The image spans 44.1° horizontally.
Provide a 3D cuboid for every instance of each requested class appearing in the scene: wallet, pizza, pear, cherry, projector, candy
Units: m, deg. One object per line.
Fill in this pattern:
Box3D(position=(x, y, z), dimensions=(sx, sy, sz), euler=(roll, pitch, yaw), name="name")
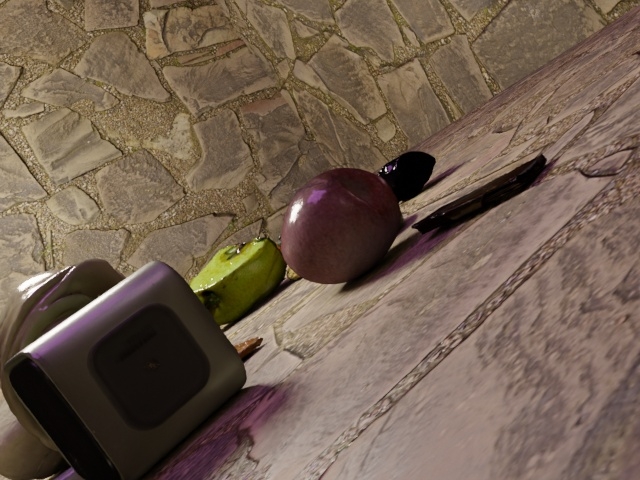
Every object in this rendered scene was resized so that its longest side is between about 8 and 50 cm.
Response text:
Box3D(position=(0.267, -0.071, 1.332), dimensions=(0.232, 0.031, 0.122), euler=(-28, 4, 45), name="wallet")
Box3D(position=(-0.150, 0.215, 1.501), dimensions=(0.099, 0.029, 0.100), euler=(-27, 8, 8), name="pizza")
Box3D(position=(-0.232, 0.129, 2.155), dimensions=(0.238, 0.164, 0.255), euler=(-13, 28, 46), name="pear")
Box3D(position=(0.035, -0.014, 1.489), dimensions=(0.239, 0.206, 0.239), euler=(-60, -14, -26), name="cherry")
Box3D(position=(-0.303, 0.211, 1.224), dimensions=(0.249, 0.248, 0.248), euler=(-39, 6, -35), name="projector")
Box3D(position=(-0.580, 0.377, 1.673), dimensions=(0.295, 0.185, 0.295), euler=(-45, -15, -15), name="candy")

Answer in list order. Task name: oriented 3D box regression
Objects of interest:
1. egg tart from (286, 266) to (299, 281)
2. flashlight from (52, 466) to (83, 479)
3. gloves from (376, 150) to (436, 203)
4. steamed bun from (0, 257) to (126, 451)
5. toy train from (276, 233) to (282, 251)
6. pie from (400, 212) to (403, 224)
Box3D(position=(0.000, 0.000, 2.121), dimensions=(0.279, 0.095, 0.279), euler=(-40, 2, 2), name="egg tart")
Box3D(position=(-0.420, 0.410, 1.335), dimensions=(0.200, 0.047, 0.093), euler=(-34, 5, -16), name="flashlight")
Box3D(position=(0.218, -0.165, 2.122), dimensions=(0.164, 0.124, 0.203), euler=(-16, -20, -9), name="gloves")
Box3D(position=(-0.438, 0.205, 1.475), dimensions=(0.342, 0.368, 0.255), euler=(-42, 0, -19), name="steamed bun")
Box3D(position=(-0.078, -0.010, 2.166), dimensions=(0.103, 0.044, 0.064), euler=(-42, -14, -22), name="toy train")
Box3D(position=(0.087, 0.000, 1.762), dimensions=(0.240, 0.054, 0.240), euler=(-33, 4, 3), name="pie")
